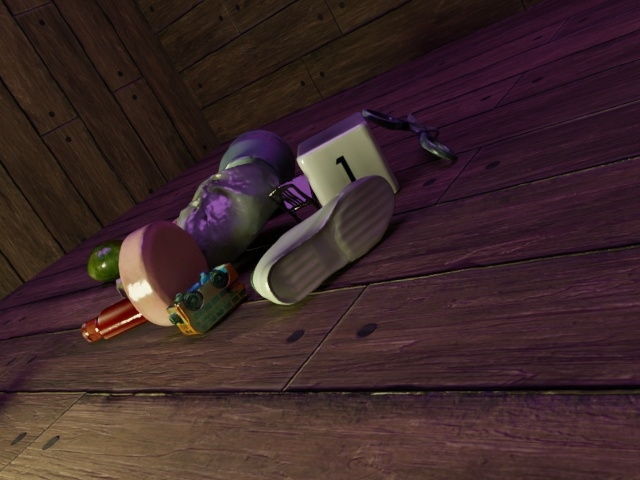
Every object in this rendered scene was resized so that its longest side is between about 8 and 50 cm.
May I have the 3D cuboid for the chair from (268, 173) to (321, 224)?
[{"bbox_3d":[-0.068,-0.123,1.632,0.084,0.212,0.102,-25,59,15],"label":"chair"}]

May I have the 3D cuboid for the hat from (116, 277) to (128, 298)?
[{"bbox_3d":[-0.480,0.129,1.887,0.166,0.144,0.173,-21,-25,32],"label":"hat"}]

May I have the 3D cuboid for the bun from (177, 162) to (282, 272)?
[{"bbox_3d":[-0.256,-0.072,1.732,0.354,0.194,0.354,-45,16,16],"label":"bun"}]

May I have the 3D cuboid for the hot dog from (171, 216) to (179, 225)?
[{"bbox_3d":[-0.562,-0.013,2.380,0.235,0.062,0.092,-37,23,-8],"label":"hot dog"}]

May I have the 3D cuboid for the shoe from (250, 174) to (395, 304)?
[{"bbox_3d":[0.000,0.000,1.349,0.363,0.132,0.160,-42,15,-23],"label":"shoe"}]

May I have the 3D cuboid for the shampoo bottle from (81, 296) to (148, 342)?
[{"bbox_3d":[-0.511,0.195,1.707,0.260,0.064,0.102,-25,39,17],"label":"shampoo bottle"}]

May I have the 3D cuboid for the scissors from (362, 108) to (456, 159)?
[{"bbox_3d":[0.257,-0.297,1.720,0.029,0.255,0.383,-64,-9,20],"label":"scissors"}]

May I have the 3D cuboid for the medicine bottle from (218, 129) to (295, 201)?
[{"bbox_3d":[-0.206,-0.205,2.063,0.244,0.245,0.290,-26,19,11],"label":"medicine bottle"}]

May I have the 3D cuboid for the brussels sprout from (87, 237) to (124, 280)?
[{"bbox_3d":[-0.766,0.070,2.366,0.162,0.143,0.181,-62,2,47],"label":"brussels sprout"}]

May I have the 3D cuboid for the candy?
[{"bbox_3d":[-0.357,0.072,1.512,0.094,0.255,0.255,-23,18,23],"label":"candy"}]

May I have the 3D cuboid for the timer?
[{"bbox_3d":[0.067,-0.187,1.635,0.194,0.195,0.192,-28,17,9],"label":"timer"}]

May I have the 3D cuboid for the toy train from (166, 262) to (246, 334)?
[{"bbox_3d":[-0.250,0.132,1.416,0.072,0.099,0.188,-13,25,51],"label":"toy train"}]
